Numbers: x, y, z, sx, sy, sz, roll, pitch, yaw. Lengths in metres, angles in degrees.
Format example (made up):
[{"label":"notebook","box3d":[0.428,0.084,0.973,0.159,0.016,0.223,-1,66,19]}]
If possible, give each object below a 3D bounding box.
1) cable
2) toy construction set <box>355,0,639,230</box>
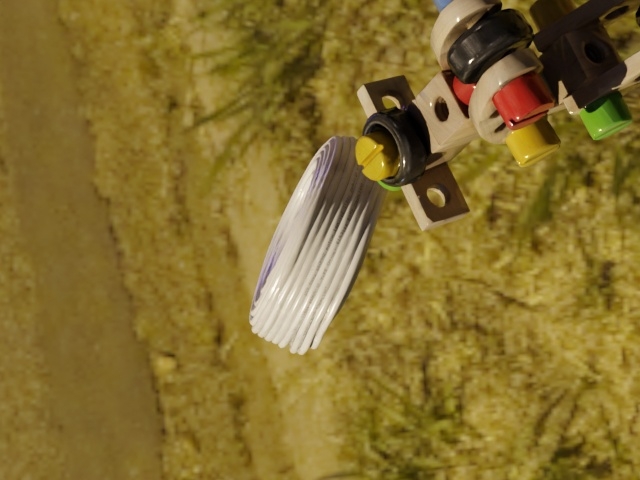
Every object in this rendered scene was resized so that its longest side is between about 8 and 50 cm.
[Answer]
[{"label":"cable","box3d":[0.000,0.000,1.525,0.257,0.089,0.257,122,171,-56]},{"label":"toy construction set","box3d":[0.172,-0.086,1.001,0.309,0.257,0.237,42,140,-1]}]
